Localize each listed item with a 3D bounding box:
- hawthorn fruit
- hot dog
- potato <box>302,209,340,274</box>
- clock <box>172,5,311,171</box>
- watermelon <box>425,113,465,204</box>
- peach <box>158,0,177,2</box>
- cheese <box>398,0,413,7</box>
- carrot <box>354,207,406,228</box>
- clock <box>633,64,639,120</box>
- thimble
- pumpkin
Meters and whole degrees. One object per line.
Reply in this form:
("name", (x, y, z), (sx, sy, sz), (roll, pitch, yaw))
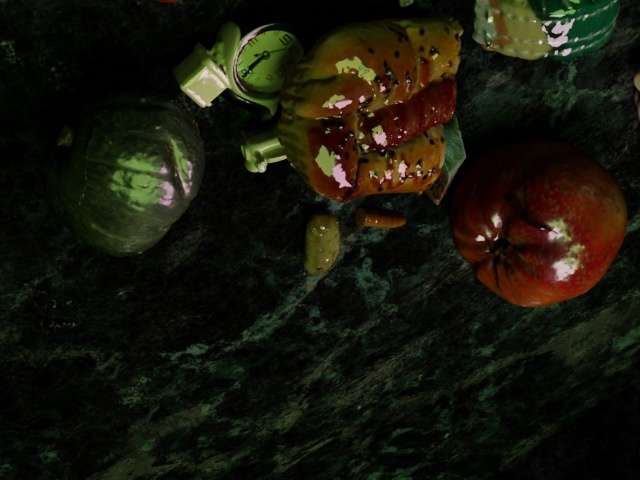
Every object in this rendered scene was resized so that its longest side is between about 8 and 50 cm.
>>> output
("hawthorn fruit", (0.515, -0.064, 2.231), (0.402, 0.403, 0.403), (-13, 140, -12))
("hot dog", (0.094, -0.253, 1.825), (0.365, 0.196, 0.367), (-8, 116, -37))
("potato", (0.000, 0.000, 2.253), (0.105, 0.085, 0.188), (-49, 155, -33))
("clock", (-0.090, -0.281, 1.879), (0.276, 0.120, 0.379), (-37, 134, 7))
("watermelon", (0.276, -0.165, 2.181), (0.094, 0.154, 0.241), (-15, 153, -10))
("peach", (-0.227, -0.488, 1.524), (0.197, 0.197, 0.197), (-13, 140, -12))
("cheese", (0.151, -0.517, 1.785), (0.097, 0.037, 0.192), (-20, 141, -2))
("carrot", (0.151, -0.049, 2.298), (0.139, 0.048, 0.048), (6, 132, -32))
("clock", (0.861, -0.296, 2.198), (0.114, 0.284, 0.309), (-58, 155, -12))
("thimble", (0.421, -0.462, 1.806), (0.288, 0.254, 0.167), (-15, 139, -7))
("pumpkin", (-0.362, -0.143, 1.766), (0.257, 0.291, 0.328), (21, 115, -30))
